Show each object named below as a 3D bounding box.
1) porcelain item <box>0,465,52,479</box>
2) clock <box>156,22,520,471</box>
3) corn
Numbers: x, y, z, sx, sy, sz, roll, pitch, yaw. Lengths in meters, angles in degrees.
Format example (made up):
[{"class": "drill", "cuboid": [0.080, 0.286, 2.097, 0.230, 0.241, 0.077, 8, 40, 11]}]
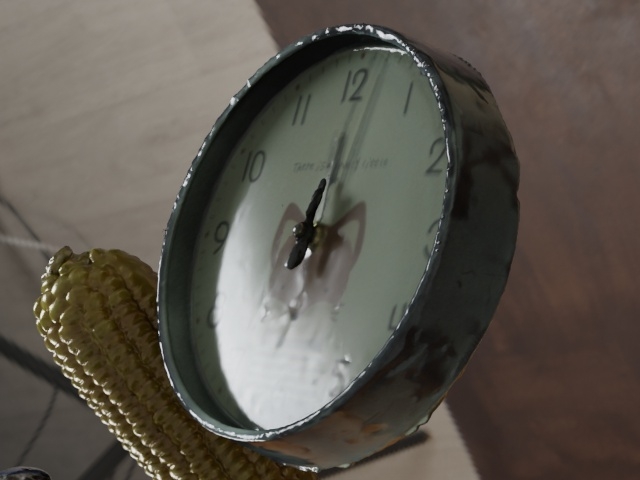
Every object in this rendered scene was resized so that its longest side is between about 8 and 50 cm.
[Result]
[{"class": "porcelain item", "cuboid": [-0.199, 0.301, 0.912, 0.186, 0.138, 0.288, 127, 135, -55]}, {"class": "clock", "cuboid": [0.000, 0.000, 0.981, 0.067, 0.325, 0.325, 22, 144, -38]}, {"class": "corn", "cuboid": [-0.104, 0.150, 1.141, 0.363, 0.120, 0.120, 48, 131, -1]}]
